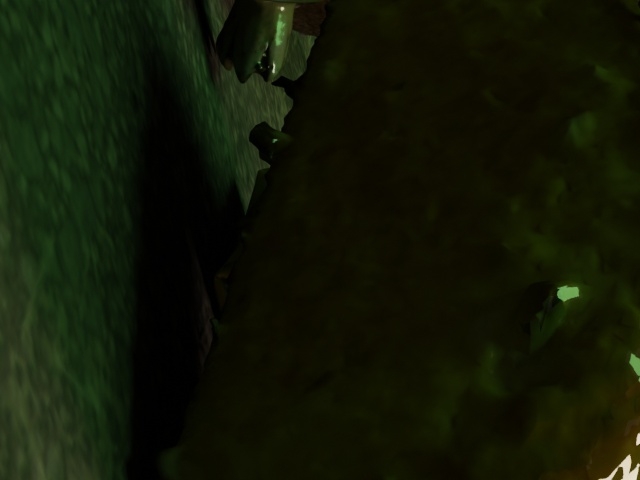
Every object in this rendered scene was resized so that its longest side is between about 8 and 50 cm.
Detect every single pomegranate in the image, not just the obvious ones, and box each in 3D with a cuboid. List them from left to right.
[{"bbox_3d":[-0.023,-0.154,0.731,0.114,0.114,0.142,-84,-174,-68],"label":"pomegranate"}]

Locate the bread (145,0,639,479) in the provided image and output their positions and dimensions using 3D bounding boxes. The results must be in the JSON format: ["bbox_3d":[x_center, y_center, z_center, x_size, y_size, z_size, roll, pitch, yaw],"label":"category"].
[{"bbox_3d":[0.082,0.024,0.536,0.194,0.179,0.340,58,39,-44],"label":"bread"}]

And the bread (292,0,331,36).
[{"bbox_3d":[0.034,-0.340,0.897,0.165,0.113,0.416,34,68,-78],"label":"bread"}]

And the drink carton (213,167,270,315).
[{"bbox_3d":[0.000,0.000,0.708,0.200,0.084,0.074,-77,153,-67],"label":"drink carton"}]
